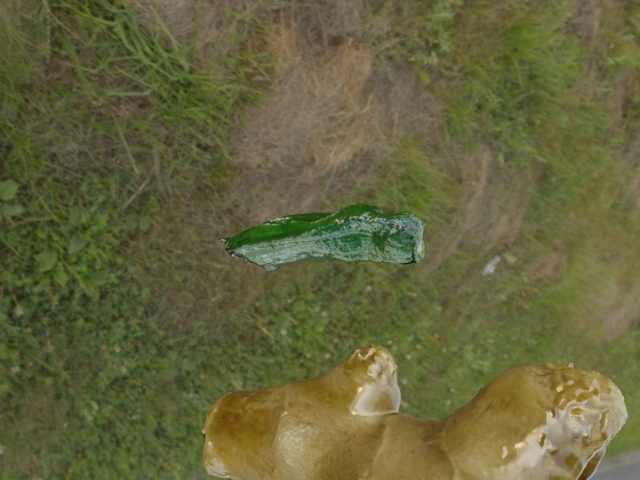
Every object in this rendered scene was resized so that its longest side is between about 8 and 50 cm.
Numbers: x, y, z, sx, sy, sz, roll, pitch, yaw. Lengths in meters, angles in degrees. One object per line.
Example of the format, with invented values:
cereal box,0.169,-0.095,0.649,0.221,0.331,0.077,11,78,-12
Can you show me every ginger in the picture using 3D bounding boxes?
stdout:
ginger,0.074,0.172,0.451,0.166,0.375,0.236,-26,144,-53

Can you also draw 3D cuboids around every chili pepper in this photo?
chili pepper,0.000,-0.002,0.755,0.098,0.224,0.061,51,40,-63
